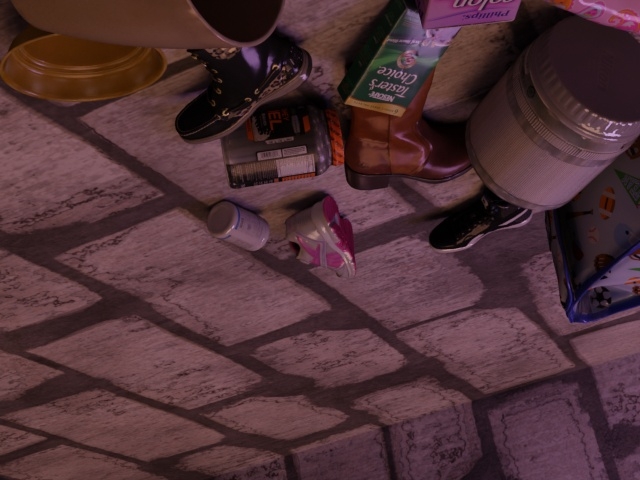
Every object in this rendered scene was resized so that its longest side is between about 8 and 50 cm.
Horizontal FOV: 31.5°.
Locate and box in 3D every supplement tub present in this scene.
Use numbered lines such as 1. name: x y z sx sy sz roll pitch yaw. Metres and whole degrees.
1. supplement tub: -0.153 -0.026 2.102 0.071 0.071 0.107 -24 151 27
2. supplement tub: -0.062 -0.153 1.818 0.190 0.117 0.117 -9 155 -4

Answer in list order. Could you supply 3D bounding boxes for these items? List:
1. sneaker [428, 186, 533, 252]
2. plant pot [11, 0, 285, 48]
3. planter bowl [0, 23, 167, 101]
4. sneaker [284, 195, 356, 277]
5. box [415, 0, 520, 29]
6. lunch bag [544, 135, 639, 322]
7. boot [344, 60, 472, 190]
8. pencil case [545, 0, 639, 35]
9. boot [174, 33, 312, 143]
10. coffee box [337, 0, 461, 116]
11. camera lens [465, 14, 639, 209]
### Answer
1. sneaker: 0.306 -0.055 2.225 0.217 0.079 0.121 -21 151 4
2. plant pot: -0.218 -0.327 1.292 0.274 0.256 0.256 -5 160 29
3. planter bowl: -0.314 -0.266 1.497 0.217 0.090 0.217 -7 165 -2
4. sneaker: 0.000 0.000 2.198 0.111 0.103 0.252 -12 149 13
5. box: 0.164 -0.399 1.277 0.117 0.213 0.243 -8 155 -7
6. lunch bag: 0.519 -0.068 1.975 0.239 0.328 0.385 6 152 -22
7. boot: 0.163 -0.215 1.858 0.264 0.096 0.280 -6 143 -6
8. pencil case: 0.411 -0.358 1.573 0.284 0.124 0.124 10 148 -35
9. boot: -0.151 -0.242 1.637 0.236 0.085 0.178 -28 148 20
10. coffee box: 0.117 -0.269 1.674 0.113 0.040 0.184 10 131 -34
11. camera lens: 0.372 -0.193 1.783 0.219 0.219 0.274 1 152 -23
